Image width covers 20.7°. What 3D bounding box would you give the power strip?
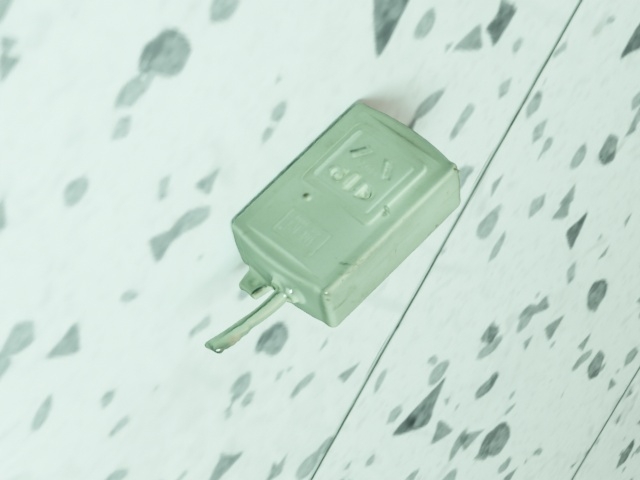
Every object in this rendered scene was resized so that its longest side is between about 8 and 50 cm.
[{"bbox_3d":[0.000,0.000,0.942,0.175,0.075,0.042,-45,152,-20],"label":"power strip"}]
